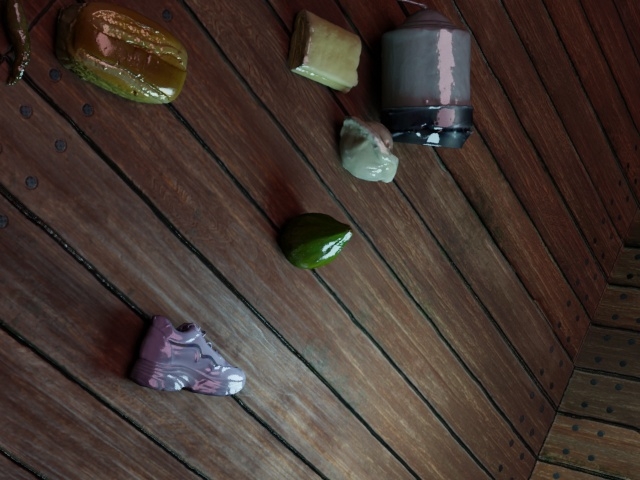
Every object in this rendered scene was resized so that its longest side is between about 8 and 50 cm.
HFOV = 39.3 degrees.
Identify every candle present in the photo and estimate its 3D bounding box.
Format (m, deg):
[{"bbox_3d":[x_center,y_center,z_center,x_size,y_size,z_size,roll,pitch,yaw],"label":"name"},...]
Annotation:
[{"bbox_3d":[0.246,-0.386,2.075,0.221,0.221,0.343,-4,96,-46],"label":"candle"}]

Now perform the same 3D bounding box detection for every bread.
[{"bbox_3d":[0.013,-0.408,1.942,0.178,0.060,0.140,10,87,-46],"label":"bread"},{"bbox_3d":[-0.338,-0.324,1.553,0.236,0.106,0.140,18,83,-45],"label":"bread"}]

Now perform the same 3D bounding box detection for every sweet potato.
[{"bbox_3d":[-0.489,-0.328,1.446,0.041,0.038,0.153,-4,106,-24],"label":"sweet potato"}]

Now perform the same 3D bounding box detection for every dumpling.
[{"bbox_3d":[0.115,-0.200,2.019,0.118,0.136,0.199,-57,145,-21],"label":"dumpling"}]

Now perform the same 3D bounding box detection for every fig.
[{"bbox_3d":[0.000,0.000,1.903,0.123,0.156,0.123,1,89,-50],"label":"fig"}]

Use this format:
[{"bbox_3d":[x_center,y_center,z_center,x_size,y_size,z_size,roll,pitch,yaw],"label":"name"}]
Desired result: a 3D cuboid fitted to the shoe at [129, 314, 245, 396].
[{"bbox_3d":[-0.243,0.224,1.717,0.245,0.095,0.138,15,86,-40],"label":"shoe"}]
